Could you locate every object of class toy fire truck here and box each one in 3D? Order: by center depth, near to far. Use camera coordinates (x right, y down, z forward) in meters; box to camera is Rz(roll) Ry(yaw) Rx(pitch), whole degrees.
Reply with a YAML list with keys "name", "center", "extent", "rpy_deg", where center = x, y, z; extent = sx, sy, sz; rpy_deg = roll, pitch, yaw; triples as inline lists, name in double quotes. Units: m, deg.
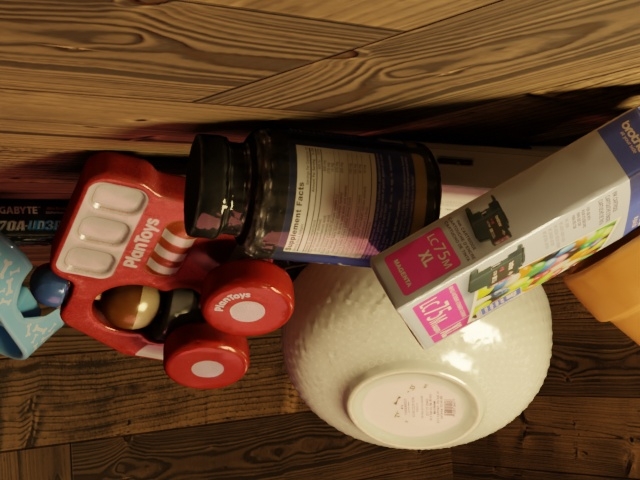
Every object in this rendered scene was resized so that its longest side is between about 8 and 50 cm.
- name: "toy fire truck"
  center: [-0.178, 0.030, 1.281]
  extent: [0.253, 0.169, 0.302]
  rpy_deg: [14, 139, -21]

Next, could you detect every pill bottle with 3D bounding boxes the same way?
- name: "pill bottle"
  center: [-0.010, -0.041, 1.062]
  extent: [0.219, 0.123, 0.123]
  rpy_deg: [5, 174, -15]

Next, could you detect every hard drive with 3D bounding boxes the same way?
- name: "hard drive"
  center: [0.182, -0.036, 1.294]
  extent: [0.233, 0.047, 0.353]
  rpy_deg: [5, 169, 19]

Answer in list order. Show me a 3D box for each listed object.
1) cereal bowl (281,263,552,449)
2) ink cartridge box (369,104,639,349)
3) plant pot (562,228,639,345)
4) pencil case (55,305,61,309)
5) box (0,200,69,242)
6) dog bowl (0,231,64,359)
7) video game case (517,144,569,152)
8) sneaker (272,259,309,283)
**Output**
- name: "cereal bowl"
  center: [0.113, 0.148, 1.399]
  extent: [0.338, 0.141, 0.339]
  rpy_deg: [3, 136, 3]
- name: "ink cartridge box"
  center: [0.202, -0.015, 1.038]
  extent: [0.311, 0.065, 0.186]
  rpy_deg: [-32, 160, 2]
- name: "plant pot"
  center: [0.430, 0.035, 1.206]
  extent: [0.291, 0.203, 0.291]
  rpy_deg: [-37, 176, -3]
- name: "pencil case"
  center: [-0.249, 0.024, 1.543]
  extent: [0.124, 0.124, 0.284]
  rpy_deg: [0, 160, -43]
- name: "box"
  center: [-0.411, -0.022, 1.630]
  extent: [0.220, 0.051, 0.175]
  rpy_deg: [-1, 176, -39]
- name: "dog bowl"
  center: [-0.448, 0.062, 1.531]
  extent: [0.165, 0.074, 0.297]
  rpy_deg: [21, 153, 19]
- name: "video game case"
  center: [0.298, -0.072, 1.460]
  extent: [0.244, 0.061, 0.269]
  rpy_deg: [-1, 176, -22]
- name: "sneaker"
  center: [0.000, 0.000, 1.486]
  extent: [0.129, 0.147, 0.330]
  rpy_deg: [-3, 148, 22]
